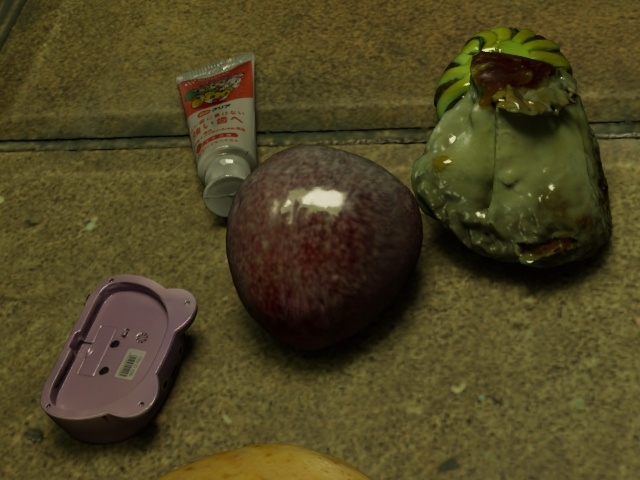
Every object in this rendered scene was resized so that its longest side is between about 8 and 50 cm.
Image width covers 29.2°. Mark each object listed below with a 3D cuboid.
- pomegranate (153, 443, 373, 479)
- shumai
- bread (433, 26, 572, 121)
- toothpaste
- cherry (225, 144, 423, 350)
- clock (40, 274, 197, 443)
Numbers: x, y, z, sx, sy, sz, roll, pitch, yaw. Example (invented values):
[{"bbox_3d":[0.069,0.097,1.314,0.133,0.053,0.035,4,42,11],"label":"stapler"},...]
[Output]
[{"bbox_3d":[-0.035,0.257,0.772,0.260,0.260,0.260,-9,48,10],"label":"pomegranate"},{"bbox_3d":[0.182,-0.077,1.040,0.184,0.142,0.184,2,51,-2],"label":"shumai"},{"bbox_3d":[0.173,-0.148,1.174,0.139,0.071,0.130,-33,53,-12],"label":"bread"},{"bbox_3d":[-0.099,-0.114,1.247,0.089,0.057,0.234,-17,39,5],"label":"toothpaste"},{"bbox_3d":[-0.004,0.000,1.051,0.176,0.140,0.176,-1,61,2],"label":"cherry"},{"bbox_3d":[-0.166,0.106,1.070,0.110,0.050,0.153,5,52,22],"label":"clock"}]
